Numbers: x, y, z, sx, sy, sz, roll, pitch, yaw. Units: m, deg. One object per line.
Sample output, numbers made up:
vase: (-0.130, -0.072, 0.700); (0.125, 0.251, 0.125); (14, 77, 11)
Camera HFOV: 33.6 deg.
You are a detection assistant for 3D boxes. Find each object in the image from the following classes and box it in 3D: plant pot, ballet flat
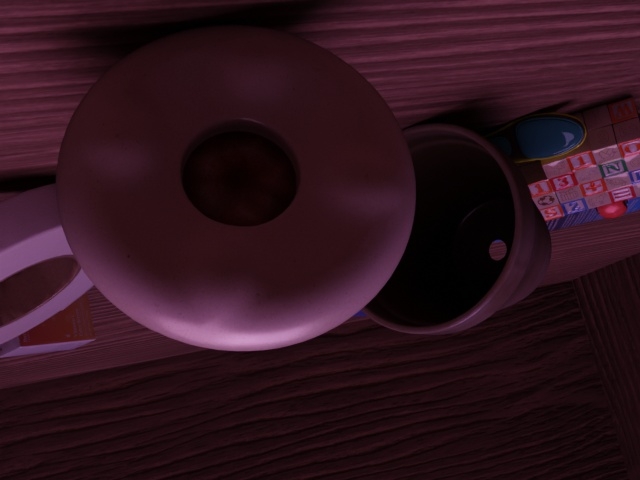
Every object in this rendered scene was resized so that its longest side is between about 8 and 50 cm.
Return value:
plant pot: (0.230, -0.003, 1.697); (0.323, 0.323, 0.280); (-21, 161, 32)
ballet flat: (0.327, -0.165, 1.763); (0.231, 0.077, 0.077); (-15, -170, 22)

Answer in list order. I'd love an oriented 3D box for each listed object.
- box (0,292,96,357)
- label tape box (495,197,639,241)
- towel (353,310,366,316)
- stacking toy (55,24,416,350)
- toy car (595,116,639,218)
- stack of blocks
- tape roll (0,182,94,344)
box: (-0.548, 0.152, 2.091); (0.171, 0.130, 0.091); (-3, 165, -45)
label tape box: (0.493, -0.095, 2.182); (0.348, 0.115, 0.249); (-12, 169, 5)
towel: (0.130, -0.002, 1.908); (0.243, 0.040, 0.336); (3, 120, -53)
stacking toy: (-0.103, 0.019, 1.211); (0.351, 0.350, 0.480); (-11, 158, -13)
toy car: (0.484, -0.127, 1.964); (0.225, 0.053, 0.239); (3, 133, -1)
stack of blocks: (0.420, -0.124, 1.844); (0.297, 0.087, 0.171); (-16, 145, 19)
tape roll: (-0.455, 0.054, 1.542); (0.392, 0.072, 0.392); (-33, 168, -8)
